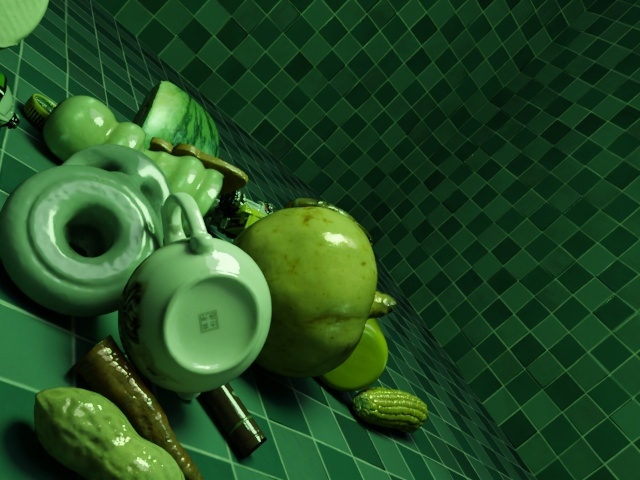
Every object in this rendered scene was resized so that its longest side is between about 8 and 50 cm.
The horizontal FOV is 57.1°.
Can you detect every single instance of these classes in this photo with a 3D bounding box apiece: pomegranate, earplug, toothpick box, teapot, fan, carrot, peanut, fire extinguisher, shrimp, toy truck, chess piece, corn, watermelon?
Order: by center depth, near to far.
[{"bbox_3d":[-0.215,0.216,0.597,0.187,0.082,0.082,46,10,-4],"label":"peanut"},{"bbox_3d":[-0.212,0.219,0.710,0.224,0.057,0.057,53,10,1],"label":"carrot"},{"bbox_3d":[-0.166,0.086,0.784,0.204,0.298,0.139,-2,7,-30],"label":"teapot"},{"bbox_3d":[-0.327,-0.020,0.858,0.214,0.175,0.325,38,22,-17],"label":"earplug"},{"bbox_3d":[-0.142,0.248,0.885,0.157,0.045,0.078,49,-18,19],"label":"fire extinguisher"},{"bbox_3d":[-0.023,0.101,1.130,0.342,0.342,0.342,45,10,-10],"label":"pomegranate"},{"bbox_3d":[-0.371,-0.149,1.146,0.330,0.182,0.182,37,13,-21],"label":"chess piece"},{"bbox_3d":[-0.533,-0.244,1.195,0.082,0.039,0.155,48,9,12],"label":"fan"},{"bbox_3d":[0.000,0.000,1.319,0.222,0.290,0.054,23,60,-11],"label":"shrimp"},{"bbox_3d":[-0.225,-0.061,1.390,0.286,0.111,0.136,6,-14,46],"label":"toy truck"},{"bbox_3d":[0.167,0.402,1.405,0.291,0.101,0.101,30,19,-48],"label":"corn"},{"bbox_3d":[0.060,0.230,1.409,0.175,0.175,0.271,45,7,-9],"label":"toothpick box"},{"bbox_3d":[-0.372,-0.240,1.423,0.201,0.213,0.261,7,-16,34],"label":"watermelon"}]

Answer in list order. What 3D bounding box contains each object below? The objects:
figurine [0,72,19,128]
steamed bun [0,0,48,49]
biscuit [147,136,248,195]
[{"bbox_3d":[-0.548,-0.240,0.909,0.147,0.126,0.192,31,-14,37],"label":"figurine"},{"bbox_3d":[-0.653,-0.492,1.030,0.309,0.309,0.309,45,10,-10],"label":"steamed bun"},{"bbox_3d":[-0.295,-0.145,1.273,0.183,0.280,0.043,88,4,-48],"label":"biscuit"}]
